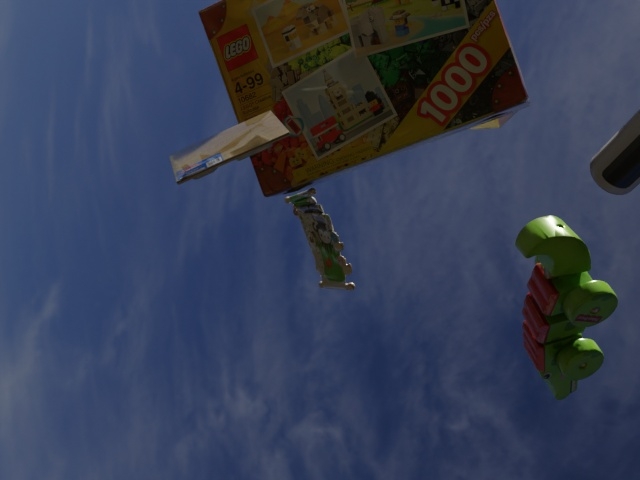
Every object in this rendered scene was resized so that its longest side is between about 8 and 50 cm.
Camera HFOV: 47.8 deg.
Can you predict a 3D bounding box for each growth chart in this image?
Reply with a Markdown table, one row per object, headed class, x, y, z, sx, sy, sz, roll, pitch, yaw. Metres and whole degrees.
| class | x | y | z | sx | sy | sz | roll | pitch | yaw |
| --- | --- | --- | --- | --- | --- | --- | --- | --- | --- |
| growth chart | 0.000 | 0.000 | 1.521 | 0.172 | 0.021 | 0.237 | -24 | -93 | 66 |

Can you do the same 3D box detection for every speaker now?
| class | x | y | z | sx | sy | sz | roll | pitch | yaw |
| --- | --- | --- | --- | --- | --- | --- | --- | --- | --- |
| speaker | 0.330 | -0.103 | 0.723 | 0.136 | 0.055 | 0.055 | 115 | -39 | -60 |

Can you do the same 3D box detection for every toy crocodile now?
| class | x | y | z | sx | sy | sz | roll | pitch | yaw |
| --- | --- | --- | --- | --- | --- | --- | --- | --- | --- |
| toy crocodile | 0.328 | 0.105 | 1.006 | 0.340 | 0.105 | 0.115 | 77 | -4 | -45 |

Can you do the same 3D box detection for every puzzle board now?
| class | x | y | z | sx | sy | sz | roll | pitch | yaw |
| --- | --- | --- | --- | --- | --- | --- | --- | --- | --- |
| puzzle board | -0.101 | -0.101 | 0.785 | 0.096 | 0.128 | 0.011 | -124 | -170 | -61 |

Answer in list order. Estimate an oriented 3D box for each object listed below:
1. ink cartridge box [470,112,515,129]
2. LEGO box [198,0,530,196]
| class | x | y | z | sx | sy | sz | roll | pitch | yaw |
| --- | --- | --- | --- | --- | --- | --- | --- | --- | --- |
| ink cartridge box | 0.311 | -0.278 | 1.523 | 0.180 | 0.104 | 0.060 | 4 | -59 | 39 |
| LEGO box | 0.085 | -0.337 | 1.327 | 0.500 | 0.193 | 0.372 | -19 | -88 | 20 |
